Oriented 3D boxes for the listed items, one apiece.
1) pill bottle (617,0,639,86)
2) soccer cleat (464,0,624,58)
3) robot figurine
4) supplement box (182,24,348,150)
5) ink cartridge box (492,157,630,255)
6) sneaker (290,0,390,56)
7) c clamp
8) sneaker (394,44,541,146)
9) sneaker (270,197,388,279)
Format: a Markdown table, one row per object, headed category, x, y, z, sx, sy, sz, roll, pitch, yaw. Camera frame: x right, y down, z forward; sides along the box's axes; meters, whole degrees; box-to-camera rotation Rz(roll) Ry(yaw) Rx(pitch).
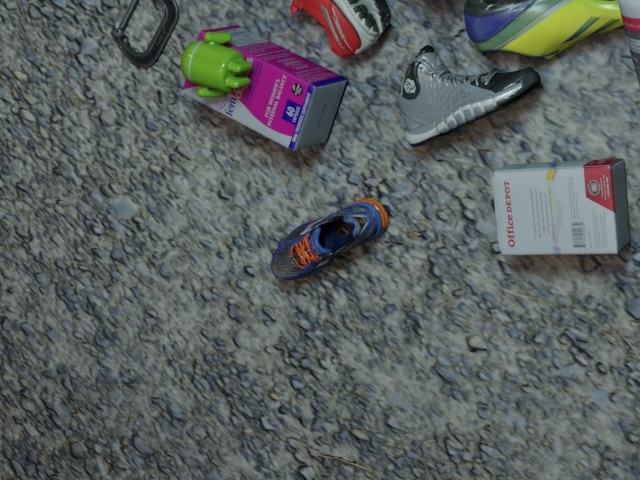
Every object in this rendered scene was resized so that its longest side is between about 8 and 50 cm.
| category | x | y | z | sx | sy | sz | roll | pitch | yaw |
| --- | --- | --- | --- | --- | --- | --- | --- | --- | --- |
| pill bottle | 0.503 | -0.191 | 1.677 | 0.176 | 0.176 | 0.318 | -8 | 113 | 30 |
| soccer cleat | 0.342 | -0.309 | 1.818 | 0.289 | 0.093 | 0.121 | 0 | 133 | 24 |
| robot figurine | -0.160 | -0.262 | 1.971 | 0.115 | 0.067 | 0.101 | 18 | 115 | 24 |
| supplement box | -0.088 | -0.241 | 2.042 | 0.220 | 0.114 | 0.111 | 29 | 115 | 22 |
| ink cartridge box | 0.345 | -0.048 | 1.876 | 0.175 | 0.072 | 0.127 | -1 | 103 | 29 |
| sneaker | -0.016 | -0.396 | 1.970 | 0.118 | 0.107 | 0.279 | -38 | 81 | 40 |
| c clamp | -0.300 | -0.376 | 2.178 | 0.137 | 0.022 | 0.161 | 32 | 115 | 12 |
| sneaker | 0.199 | -0.234 | 1.903 | 0.228 | 0.086 | 0.132 | -24 | 89 | 32 |
| sneaker | 0.000 | 0.000 | 2.070 | 0.221 | 0.087 | 0.083 | -33 | 85 | 31 |
